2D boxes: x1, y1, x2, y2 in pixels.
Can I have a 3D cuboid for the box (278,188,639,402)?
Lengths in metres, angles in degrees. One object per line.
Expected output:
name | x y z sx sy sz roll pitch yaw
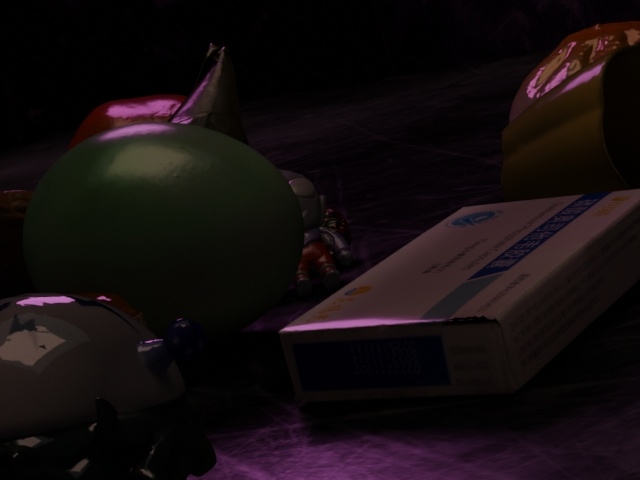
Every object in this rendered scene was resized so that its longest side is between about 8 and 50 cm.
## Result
box | 0.138 0.040 1.464 0.200 0.065 0.343 -5 15 34

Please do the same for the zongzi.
zongzi | -0.176 -0.095 1.908 0.123 0.289 0.260 -2 -6 33

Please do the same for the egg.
egg | -0.149 -0.003 1.668 0.269 0.220 0.220 -3 12 16

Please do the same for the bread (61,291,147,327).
bread | -0.223 0.106 1.492 0.132 0.114 0.190 -23 9 -39

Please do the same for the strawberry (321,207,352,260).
strawberry | 0.000 0.000 1.967 0.073 0.073 0.083 -13 -27 -2

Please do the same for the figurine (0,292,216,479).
figurine | -0.245 0.132 1.152 0.382 0.186 0.261 -4 18 23

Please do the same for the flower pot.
flower pot | 0.282 -0.082 1.747 0.195 0.195 0.179 -21 -1 -41

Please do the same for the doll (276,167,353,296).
doll | -0.036 -0.021 1.885 0.102 0.075 0.227 -12 42 -12

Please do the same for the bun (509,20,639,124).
bun | 0.391 -0.211 2.357 0.299 0.165 0.299 -11 8 2

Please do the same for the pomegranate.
pomegranate | -0.217 -0.076 2.247 0.221 0.221 0.257 -13 20 -4

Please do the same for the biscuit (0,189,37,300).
biscuit | -0.419 0.037 1.900 0.376 0.051 0.269 2 -36 -44
